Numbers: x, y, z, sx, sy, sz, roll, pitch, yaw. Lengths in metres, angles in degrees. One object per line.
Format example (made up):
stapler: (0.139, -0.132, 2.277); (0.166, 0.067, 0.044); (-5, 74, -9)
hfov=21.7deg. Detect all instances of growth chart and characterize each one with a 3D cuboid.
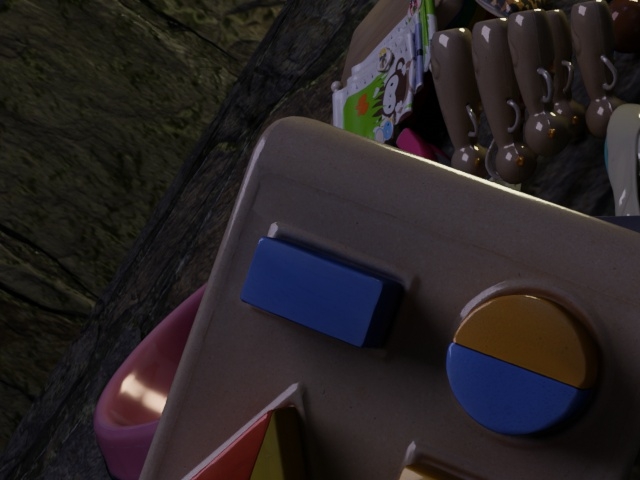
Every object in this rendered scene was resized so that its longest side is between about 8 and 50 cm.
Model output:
growth chart: (0.077, -0.188, 2.017); (0.237, 0.021, 0.172); (-46, 37, 40)

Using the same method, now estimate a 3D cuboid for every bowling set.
bowling set: (0.232, -0.139, 1.545); (0.287, 0.199, 0.154); (-161, 60, -79)

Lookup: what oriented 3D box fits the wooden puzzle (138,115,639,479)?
wooden puzzle: (0.045, 0.117, 1.119); (0.348, 0.322, 0.080); (-69, -18, -1)

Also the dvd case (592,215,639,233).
dvd case: (0.227, 0.060, 1.138); (0.221, 0.018, 0.165); (0, 70, 55)

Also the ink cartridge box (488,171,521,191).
ink cartridge box: (0.174, -0.038, 1.670); (0.083, 0.028, 0.048); (-47, 18, 38)

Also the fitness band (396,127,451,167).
fitness band: (0.072, -0.019, 1.923); (0.209, 0.054, 0.291); (-55, 13, 12)

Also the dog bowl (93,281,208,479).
dog bowl: (-0.009, 0.105, 1.366); (0.408, 0.150, 0.408); (-33, 14, 9)

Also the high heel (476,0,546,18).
high heel: (0.252, -0.349, 1.925); (0.186, 0.093, 0.261); (-55, 8, 20)

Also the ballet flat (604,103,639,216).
ballet flat: (0.263, -0.026, 1.255); (0.086, 0.086, 0.248); (-44, 29, 43)

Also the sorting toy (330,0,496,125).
sorting toy: (0.133, -0.266, 2.159); (0.257, 0.089, 0.255); (-47, 18, 35)
